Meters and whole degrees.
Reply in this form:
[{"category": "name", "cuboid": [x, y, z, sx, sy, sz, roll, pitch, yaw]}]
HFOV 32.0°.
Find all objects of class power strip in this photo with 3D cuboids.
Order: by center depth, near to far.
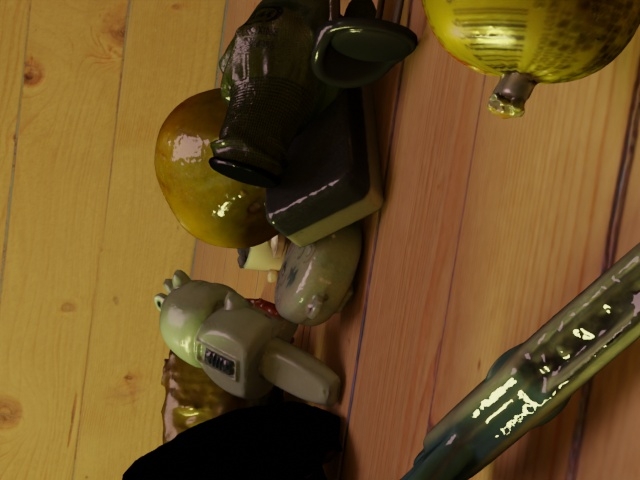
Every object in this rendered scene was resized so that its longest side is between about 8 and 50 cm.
[{"category": "power strip", "cuboid": [0.002, -0.119, 1.131, 0.105, 0.070, 0.256, -25, 47, 26]}]

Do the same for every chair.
[{"category": "chair", "cuboid": [0.053, -0.251, 1.009, 0.095, 0.104, 0.221, 1, 80, 49]}]

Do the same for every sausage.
[{"category": "sausage", "cuboid": [0.119, -0.232, 0.558, 0.123, 0.123, 0.347, -164, 82, -79]}]

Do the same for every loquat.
[{"category": "loquat", "cuboid": [-0.122, -0.093, 1.474, 0.246, 0.213, 0.213, -17, 65, 62]}]

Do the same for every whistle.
[{"category": "whistle", "cuboid": [0.000, 0.000, 1.183, 0.126, 0.067, 0.258, -57, 20, 31]}, {"category": "whistle", "cuboid": [-0.084, 0.108, 1.192, 0.106, 0.253, 0.101, -53, -33, -22]}]

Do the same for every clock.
[{"category": "clock", "cuboid": [-0.084, -0.029, 1.627, 0.229, 0.063, 0.155, -109, 29, -68]}]

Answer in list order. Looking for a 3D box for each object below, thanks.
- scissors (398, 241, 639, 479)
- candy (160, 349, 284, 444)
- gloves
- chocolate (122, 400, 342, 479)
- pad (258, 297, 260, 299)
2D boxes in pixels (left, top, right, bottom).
[{"category": "scissors", "cuboid": [0.104, 0.079, 0.581, 0.041, 0.138, 0.289, 49, 139, 10]}, {"category": "candy", "cuboid": [-0.115, 0.207, 1.351, 0.260, 0.118, 0.259, -1, -90, -81]}, {"category": "gloves", "cuboid": [-0.029, -0.176, 1.076, 0.107, 0.135, 0.268, 76, -147, -61]}, {"category": "chocolate", "cuboid": [-0.070, 0.286, 1.130, 0.206, 0.224, 0.177, -47, -56, -68]}, {"category": "pad", "cuboid": [-0.146, 0.251, 1.625, 0.367, 0.007, 0.247, -60, -20, -72]}]
